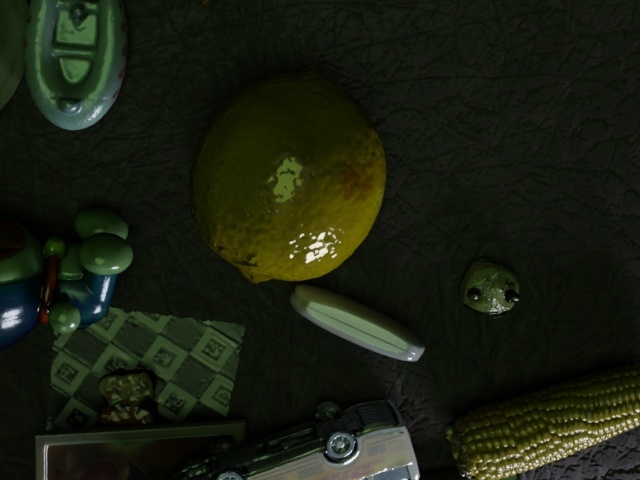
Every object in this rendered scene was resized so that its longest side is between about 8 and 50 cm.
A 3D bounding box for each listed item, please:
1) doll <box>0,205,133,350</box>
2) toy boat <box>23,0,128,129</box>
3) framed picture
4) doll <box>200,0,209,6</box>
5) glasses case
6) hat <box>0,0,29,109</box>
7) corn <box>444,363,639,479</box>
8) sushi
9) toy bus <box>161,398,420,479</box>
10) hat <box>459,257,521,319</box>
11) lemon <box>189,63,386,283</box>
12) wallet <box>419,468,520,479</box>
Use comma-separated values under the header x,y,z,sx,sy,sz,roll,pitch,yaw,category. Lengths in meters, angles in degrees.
x,y,z,sx,sy,sz,roll,pitch,yaw,category
-0.409,0.054,1.658,0.322,0.198,0.186,2,117,-11,doll
-0.317,-0.244,1.644,0.134,0.079,0.207,7,102,-7,toy boat
-0.251,0.355,1.783,0.290,0.020,0.211,-1,108,-16,framed picture
-0.186,-0.352,1.625,0.127,0.073,0.084,42,132,-12,doll
0.050,0.112,1.737,0.197,0.076,0.049,24,101,-7,glasses case
-0.496,-0.262,1.613,0.110,0.252,0.252,19,107,38,hat
0.327,0.251,1.763,0.305,0.106,0.106,-18,104,1,corn
-0.257,0.240,1.778,0.264,0.050,0.290,9,103,-3,sushi
-0.040,0.322,1.760,0.343,0.097,0.138,-20,113,-4,toy bus
0.232,0.068,1.739,0.077,0.059,0.076,23,98,-2,hat
-0.042,-0.077,1.604,0.267,0.267,0.267,0,104,-1,lemon
0.137,0.416,1.830,0.321,0.044,0.170,-8,106,2,wallet
